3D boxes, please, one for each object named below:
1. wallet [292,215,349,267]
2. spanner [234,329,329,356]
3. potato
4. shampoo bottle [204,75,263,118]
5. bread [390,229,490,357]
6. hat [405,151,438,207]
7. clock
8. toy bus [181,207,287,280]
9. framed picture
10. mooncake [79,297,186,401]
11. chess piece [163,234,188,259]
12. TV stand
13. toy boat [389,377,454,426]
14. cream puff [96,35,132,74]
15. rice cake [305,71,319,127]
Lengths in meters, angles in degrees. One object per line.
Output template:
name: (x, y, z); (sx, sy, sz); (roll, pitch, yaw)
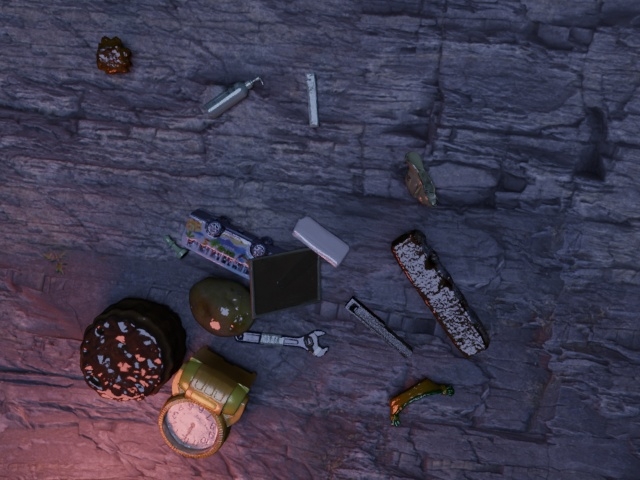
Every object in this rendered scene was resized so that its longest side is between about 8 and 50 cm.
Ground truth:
wallet: (0.000, 0.000, 1.816); (0.190, 0.095, 0.033); (37, 139, 2)
spanner: (-0.128, 0.323, 1.892); (0.315, 0.024, 0.087); (6, 95, 6)
potato: (-0.312, 0.209, 1.833); (0.235, 0.160, 0.178); (33, 73, 13)
shampoo bottle: (-0.270, -0.456, 1.804); (0.195, 0.056, 0.056); (-34, 92, 7)
bread: (0.367, 0.157, 1.760); (0.113, 0.165, 0.417); (-34, 93, 13)
hat: (0.292, -0.183, 1.749); (0.081, 0.122, 0.166); (-18, 123, 22)
clock: (-0.374, 0.537, 1.857); (0.244, 0.200, 0.317); (29, 106, 5)
toy bus: (-0.273, 0.022, 1.832); (0.329, 0.109, 0.136); (27, 106, 2)
framed picture: (-0.103, 0.125, 1.777); (0.260, 0.023, 0.189); (-11, 104, -37)
mooncake: (-0.605, 0.352, 1.855); (0.324, 0.187, 0.324); (1, 99, 5)
chess piece: (-0.477, 0.018, 1.881); (0.093, 0.042, 0.042); (43, 98, 4)
TV stand: (0.188, 0.277, 1.845); (0.256, 0.049, 0.040); (40, 99, -1)
toy boat: (0.311, 0.506, 1.837); (0.229, 0.089, 0.088); (-32, 78, 4)
cream puff: (-0.650, -0.578, 1.810); (0.116, 0.094, 0.122); (-36, 115, 11)
rice cake: (-0.025, -0.438, 1.798); (0.033, 0.029, 0.171); (-3, 96, 9)
